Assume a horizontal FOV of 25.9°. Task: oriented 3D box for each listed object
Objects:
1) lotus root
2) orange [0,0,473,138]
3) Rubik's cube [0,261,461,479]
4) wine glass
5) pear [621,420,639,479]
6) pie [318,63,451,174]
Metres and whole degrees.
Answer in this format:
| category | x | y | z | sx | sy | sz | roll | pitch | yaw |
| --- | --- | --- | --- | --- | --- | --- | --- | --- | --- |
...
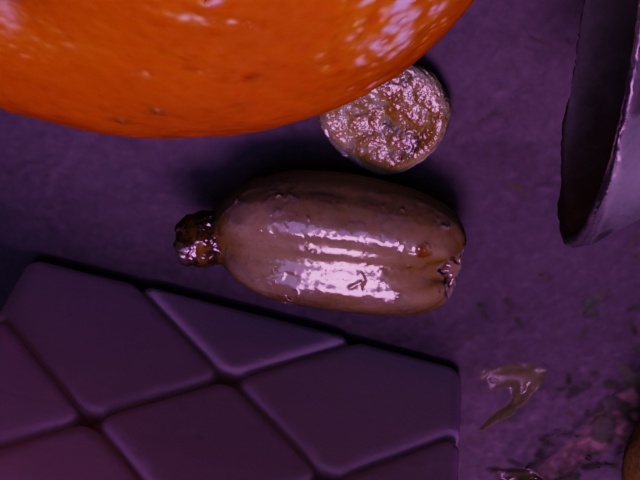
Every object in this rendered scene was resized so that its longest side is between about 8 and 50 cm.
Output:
| category | x | y | z | sx | sy | sz | roll | pitch | yaw |
| --- | --- | --- | --- | --- | --- | --- | --- | --- | --- |
| lotus root | 0.000 | -0.001 | 0.880 | 0.183 | 0.077 | 0.090 | 5 | 115 | 2 |
| orange | -0.093 | -0.240 | 0.587 | 0.424 | 0.326 | 0.424 | 16 | 157 | 7 |
| Rubik's cube | -0.102 | 0.249 | 0.907 | 0.322 | 0.318 | 0.316 | 13 | 122 | -1 |
| wine glass | 0.331 | -0.104 | 0.663 | 0.406 | 0.267 | 0.267 | 8 | 122 | 2 |
| pear | 0.277 | 0.162 | 0.907 | 0.167 | 0.136 | 0.167 | 6 | 121 | 9 |
| pie | 0.040 | -0.079 | 0.860 | 0.084 | 0.021 | 0.084 | 6 | 124 | 9 |
